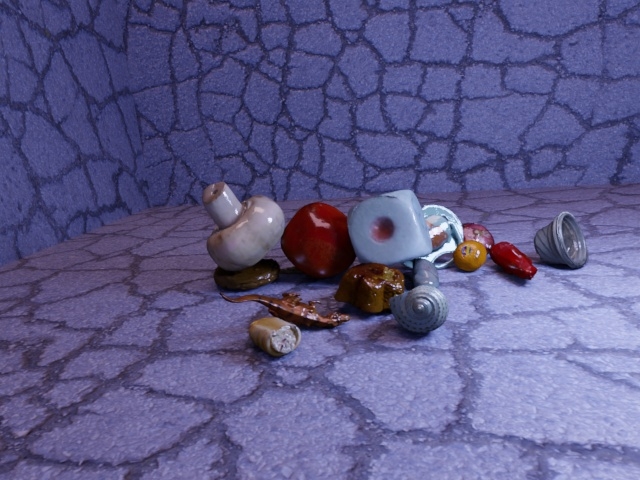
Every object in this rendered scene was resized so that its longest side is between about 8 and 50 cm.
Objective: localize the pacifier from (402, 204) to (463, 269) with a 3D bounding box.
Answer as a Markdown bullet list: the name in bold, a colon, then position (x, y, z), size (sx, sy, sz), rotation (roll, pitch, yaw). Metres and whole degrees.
- **pacifier**: position (0.465, 0.011, 2.068), size (0.343, 0.288, 0.269), rotation (-27, -15, -8)

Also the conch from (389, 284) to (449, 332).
- **conch**: position (0.306, 0.218, 1.415), size (0.172, 0.131, 0.200), rotation (-23, -32, 18)

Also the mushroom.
- **mushroom**: position (-0.315, -0.043, 1.903), size (0.353, 0.353, 0.325), rotation (-8, 55, -14)

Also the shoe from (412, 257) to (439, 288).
- **shoe**: position (0.407, 0.118, 1.824), size (0.103, 0.100, 0.251), rotation (-1, 13, 8)

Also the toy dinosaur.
- **toy dinosaur**: position (-0.124, 0.221, 1.523), size (0.432, 0.097, 0.208), rotation (11, 0, -16)

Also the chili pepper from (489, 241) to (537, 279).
- **chili pepper**: position (0.756, 0.078, 1.851), size (0.110, 0.110, 0.387), rotation (-5, 17, -1)

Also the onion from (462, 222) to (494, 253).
- **onion**: position (0.683, 0.012, 2.102), size (0.184, 0.147, 0.184), rotation (0, 57, -1)

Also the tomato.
- **tomato**: position (0.000, 0.000, 1.971), size (0.290, 0.293, 0.325), rotation (30, 22, -44)

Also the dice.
- **dice**: position (0.274, -0.036, 1.838), size (0.265, 0.268, 0.262), rotation (-19, -7, 21)

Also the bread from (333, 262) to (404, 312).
- **bread**: position (0.188, 0.167, 1.631), size (0.232, 0.135, 0.247), rotation (20, 22, 30)

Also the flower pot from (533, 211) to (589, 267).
- **flower pot**: position (0.967, 0.010, 1.901), size (0.236, 0.235, 0.141), rotation (-17, -3, -39)

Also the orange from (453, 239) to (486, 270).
- **orange**: position (0.615, 0.063, 1.920), size (0.136, 0.135, 0.117), rotation (6, -16, 35)

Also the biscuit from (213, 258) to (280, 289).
- **biscuit**: position (-0.312, 0.142, 1.987), size (0.296, 0.075, 0.296), rotation (-6, 15, 2)

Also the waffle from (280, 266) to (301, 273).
- **waffle**: position (-0.106, 0.135, 2.055), size (0.153, 0.023, 0.097), rotation (-8, 14, -18)

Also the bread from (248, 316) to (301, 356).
- **bread**: position (-0.137, 0.282, 1.385), size (0.119, 0.084, 0.177), rotation (-13, 16, -34)
